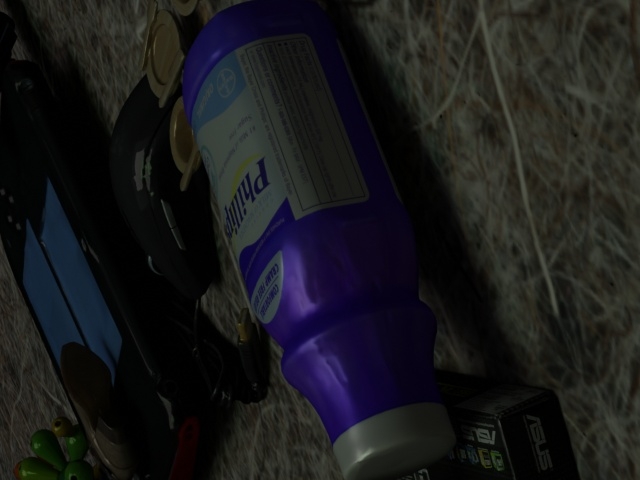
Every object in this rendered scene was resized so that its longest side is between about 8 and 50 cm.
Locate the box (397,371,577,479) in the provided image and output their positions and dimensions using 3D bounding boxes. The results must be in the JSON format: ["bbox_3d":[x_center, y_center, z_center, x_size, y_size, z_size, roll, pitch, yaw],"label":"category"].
[{"bbox_3d":[0.098,0.172,1.074,0.190,0.045,0.184,0,110,67],"label":"box"}]

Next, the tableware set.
[{"bbox_3d":[-0.090,-0.125,1.254,0.169,0.020,0.141,66,145,35],"label":"tableware set"}]

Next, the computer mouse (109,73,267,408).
[{"bbox_3d":[-0.109,0.012,1.414,0.184,0.060,0.262,46,148,49],"label":"computer mouse"}]

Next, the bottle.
[{"bbox_3d":[0.000,0.000,1.050,0.118,0.092,0.283,119,137,-57],"label":"bottle"}]

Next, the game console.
[{"bbox_3d":[-0.214,0.069,1.678,0.386,0.060,0.342,62,163,20],"label":"game console"}]

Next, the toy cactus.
[{"bbox_3d":[-0.234,0.264,1.915,0.180,0.112,0.219,52,156,-2],"label":"toy cactus"}]

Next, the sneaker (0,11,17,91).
[{"bbox_3d":[-0.321,-0.159,1.684,0.081,0.090,0.232,112,148,-57],"label":"sneaker"}]

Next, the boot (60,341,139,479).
[{"bbox_3d":[-0.195,0.156,1.589,0.118,0.042,0.087,57,157,33],"label":"boot"}]

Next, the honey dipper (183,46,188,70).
[{"bbox_3d":[-0.084,-0.112,1.299,0.030,0.030,0.161,92,154,-44],"label":"honey dipper"}]
